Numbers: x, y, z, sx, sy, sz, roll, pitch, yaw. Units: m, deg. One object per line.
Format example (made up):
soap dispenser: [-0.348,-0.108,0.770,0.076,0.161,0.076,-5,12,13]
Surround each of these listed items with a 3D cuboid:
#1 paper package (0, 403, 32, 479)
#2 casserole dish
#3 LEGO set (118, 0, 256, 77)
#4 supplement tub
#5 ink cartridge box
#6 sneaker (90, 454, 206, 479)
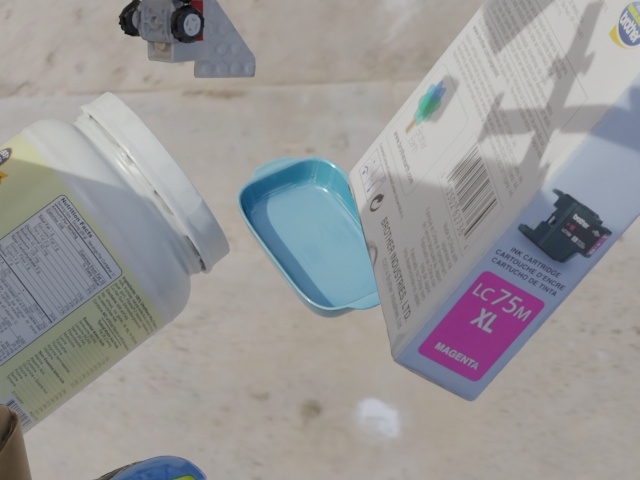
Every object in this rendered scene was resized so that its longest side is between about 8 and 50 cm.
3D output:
paper package: [-0.302,0.260,0.821,0.325,0.168,0.309,-21,73,21]
casserole dish: [0.000,0.000,1.476,0.114,0.037,0.188,-24,60,-23]
LEGO set: [-0.043,-0.176,0.535,0.060,0.244,0.182,-11,65,-44]
supplement tub: [-0.274,0.032,1.529,0.325,0.235,0.235,-38,101,-10]
ink cartridge box: [0.133,-0.089,0.787,0.065,0.185,0.311,27,115,-21]
sneaker: [-0.127,0.149,0.651,0.188,0.078,0.067,-29,90,-15]
